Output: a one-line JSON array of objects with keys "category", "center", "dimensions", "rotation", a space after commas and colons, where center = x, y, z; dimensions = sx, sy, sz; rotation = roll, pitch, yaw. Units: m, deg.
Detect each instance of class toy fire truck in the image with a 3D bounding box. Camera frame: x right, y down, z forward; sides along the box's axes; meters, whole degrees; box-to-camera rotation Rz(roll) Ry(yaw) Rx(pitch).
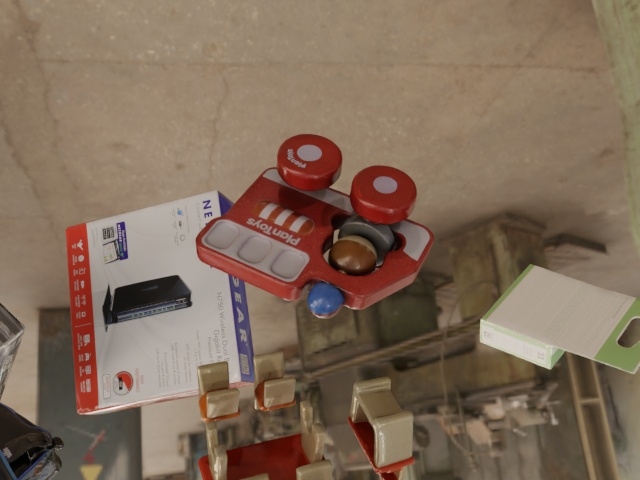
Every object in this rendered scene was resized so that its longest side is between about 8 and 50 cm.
[{"category": "toy fire truck", "center": [0.000, 0.000, 1.101], "dimensions": [0.302, 0.254, 0.169], "rotation": [25, 141, 14]}]

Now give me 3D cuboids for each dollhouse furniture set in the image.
[{"category": "dollhouse furniture set", "center": [-0.018, 0.270, 0.919], "dimensions": [0.259, 0.262, 0.135], "rotation": [-8, 122, -18]}]

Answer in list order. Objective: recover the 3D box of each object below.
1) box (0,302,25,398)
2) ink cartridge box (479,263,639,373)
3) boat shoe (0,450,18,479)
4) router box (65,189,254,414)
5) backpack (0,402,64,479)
[{"category": "box", "center": [-0.579, 0.136, 1.112], "dimensions": [0.076, 0.242, 0.307], "rotation": [-45, 176, -43]}, {"category": "ink cartridge box", "center": [0.387, 0.129, 1.120], "dimensions": [0.235, 0.056, 0.171], "rotation": [21, -137, 35]}, {"category": "boat shoe", "center": [-0.481, 0.412, 1.089], "dimensions": [0.089, 0.109, 0.258], "rotation": [-13, -150, -42]}, {"category": "router box", "center": [-0.282, 0.109, 1.284], "dimensions": [0.301, 0.335, 0.082], "rotation": [-14, 163, 12]}, {"category": "backpack", "center": [-0.707, 0.490, 1.527], "dimensions": [0.276, 0.263, 0.213], "rotation": [19, 130, 24]}]
